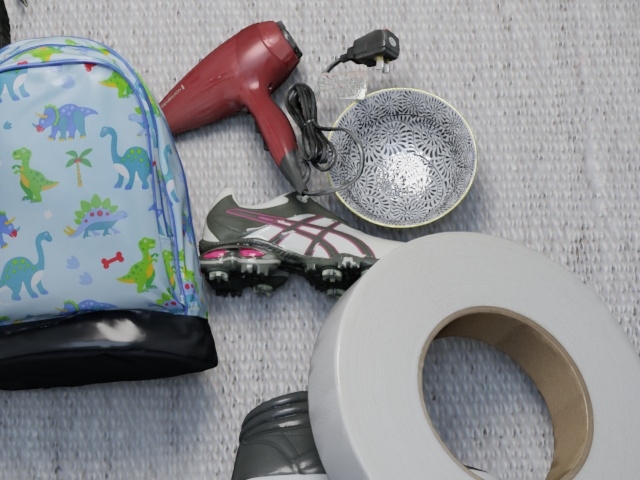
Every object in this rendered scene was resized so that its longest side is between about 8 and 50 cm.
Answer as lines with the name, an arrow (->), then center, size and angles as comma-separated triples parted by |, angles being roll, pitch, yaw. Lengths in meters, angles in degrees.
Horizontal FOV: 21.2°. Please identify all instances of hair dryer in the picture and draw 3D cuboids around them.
hair dryer -> -0.067, -0.156, 1.916 | 0.294, 0.080, 0.223 | -1, 52, 30

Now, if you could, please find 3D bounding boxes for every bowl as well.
bowl -> 0.091, -0.079, 1.923 | 0.170, 0.080, 0.170 | -1, 69, 3

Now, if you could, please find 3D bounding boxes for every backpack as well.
backpack -> -0.267, -0.039, 1.822 | 0.290, 0.273, 0.355 | -3, 72, 5

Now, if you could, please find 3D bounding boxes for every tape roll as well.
tape roll -> 0.175, 0.176, 1.752 | 0.392, 0.072, 0.392 | 13, 58, -21

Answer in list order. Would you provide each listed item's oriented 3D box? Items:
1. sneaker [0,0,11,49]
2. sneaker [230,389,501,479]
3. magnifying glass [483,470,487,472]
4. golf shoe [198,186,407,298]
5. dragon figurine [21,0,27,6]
sneaker -> -0.442, -0.287, 2.011 | 0.130, 0.087, 0.227 | -19, 69, -2
sneaker -> 0.046, 0.227, 1.808 | 0.296, 0.104, 0.147 | 1, 44, -8
magnifying glass -> 0.170, 0.361, 1.810 | 0.092, 0.026, 0.231 | -3, 71, 1
golf shoe -> 0.000, 0.000, 1.893 | 0.273, 0.105, 0.120 | 4, 67, 3
dragon figurine -> -0.321, -0.432, 2.020 | 0.085, 0.144, 0.289 | 25, 75, 10
